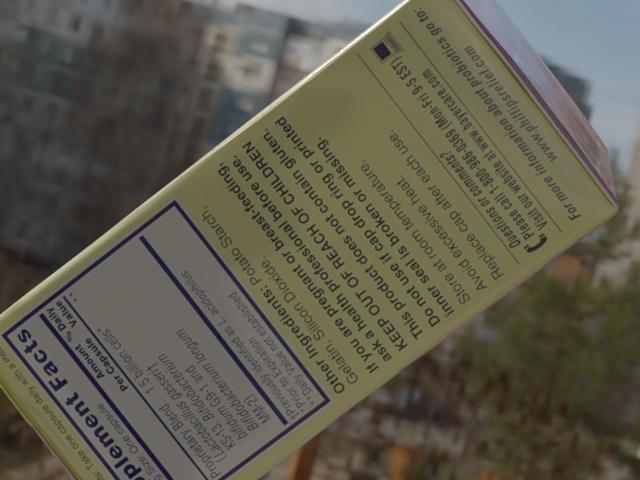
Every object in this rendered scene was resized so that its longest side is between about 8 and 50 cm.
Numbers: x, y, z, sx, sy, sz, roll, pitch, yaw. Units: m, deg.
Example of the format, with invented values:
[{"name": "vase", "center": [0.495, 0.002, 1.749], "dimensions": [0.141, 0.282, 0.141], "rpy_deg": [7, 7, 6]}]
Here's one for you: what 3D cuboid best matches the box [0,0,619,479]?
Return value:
[{"name": "box", "center": [0.000, 0.000, 0.863], "dimensions": [0.117, 0.243, 0.213], "rpy_deg": [53, 10, -2]}]
